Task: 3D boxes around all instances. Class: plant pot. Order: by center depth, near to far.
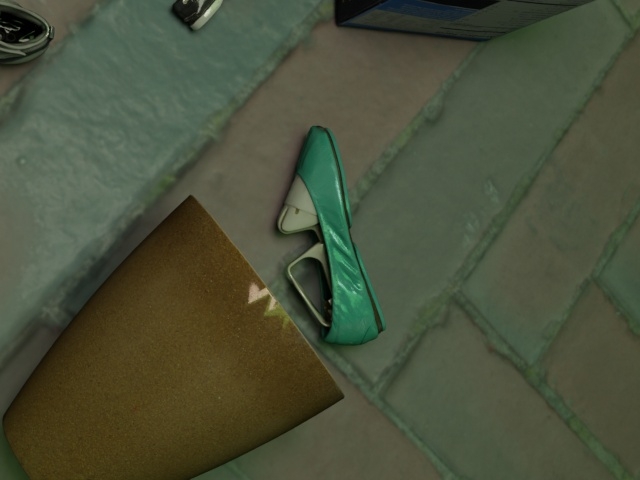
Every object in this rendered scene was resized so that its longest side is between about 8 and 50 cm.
[{"bbox_3d":[-0.150,0.125,0.779,0.254,0.237,0.237,-36,105,-8],"label":"plant pot"}]

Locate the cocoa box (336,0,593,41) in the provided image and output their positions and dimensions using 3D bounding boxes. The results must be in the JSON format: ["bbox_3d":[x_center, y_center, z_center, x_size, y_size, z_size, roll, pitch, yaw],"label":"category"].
[{"bbox_3d":[0.158,-0.421,0.935,0.231,0.228,0.347,-1,89,-28],"label":"cocoa box"}]

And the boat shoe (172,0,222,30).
[{"bbox_3d":[-0.109,-0.280,0.897,0.038,0.046,0.125,41,79,-25],"label":"boat shoe"}]

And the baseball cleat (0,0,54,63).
[{"bbox_3d":[-0.339,-0.191,0.737,0.205,0.109,0.072,-7,96,-25],"label":"baseball cleat"}]

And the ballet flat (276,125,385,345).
[{"bbox_3d":[0.000,0.000,0.925,0.087,0.083,0.247,-16,94,-13],"label":"ballet flat"}]
